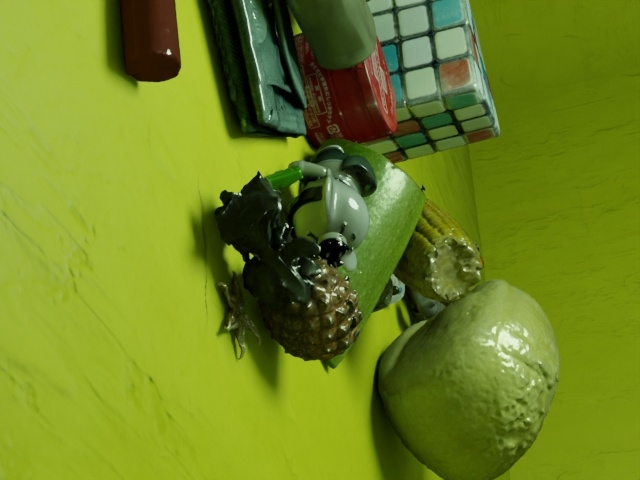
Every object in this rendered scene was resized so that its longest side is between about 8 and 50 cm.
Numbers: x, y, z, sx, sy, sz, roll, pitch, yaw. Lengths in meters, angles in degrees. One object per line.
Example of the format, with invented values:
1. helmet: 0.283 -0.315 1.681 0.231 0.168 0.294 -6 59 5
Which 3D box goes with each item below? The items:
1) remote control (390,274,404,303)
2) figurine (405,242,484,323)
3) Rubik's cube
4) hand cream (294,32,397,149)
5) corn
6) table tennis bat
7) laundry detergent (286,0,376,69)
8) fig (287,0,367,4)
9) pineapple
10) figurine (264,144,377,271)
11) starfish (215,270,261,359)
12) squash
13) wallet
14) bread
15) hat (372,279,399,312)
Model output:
1. remote control: 0.104 -0.001 1.600 0.073 0.044 0.229 -22 106 -51
2. figurine: 0.257 0.106 1.817 0.342 0.167 0.285 -84 154 -84
3. Rubik's cube: 0.171 -0.315 1.687 0.253 0.258 0.256 42 38 -67
4. hand cream: 0.034 -0.237 1.389 0.193 0.125 0.193 -11 90 -74
5. corn: 0.148 -0.001 1.395 0.344 0.131 0.131 -130 -158 -73
6. table tennis bat: -0.178 -0.345 0.875 0.268 0.051 0.415 36 42 -66
7. laundry detergent: 0.010 -0.314 1.175 0.253 0.091 0.181 55 20 -60
8. fig: 0.062 -0.445 1.362 0.233 0.314 0.233 180 -90 -80
9. pineapple: -0.039 0.028 0.962 0.111 0.119 0.237 -57 141 -26
10. figurine: 0.010 -0.040 1.141 0.192 0.126 0.147 -89 157 -49
11. starfish: -0.083 0.074 0.935 0.086 0.016 0.092 -85 152 -44
12. squash: 0.000 0.000 1.258 0.289 0.203 0.111 -58 147 -16
13. wallet: -0.081 -0.300 1.139 0.237 0.075 0.342 -19 96 -77
14. bread: 0.242 0.221 1.434 0.237 0.320 0.320 44 24 -10
15. hat: 0.093 0.074 1.478 0.076 0.059 0.077 -74 153 -51
